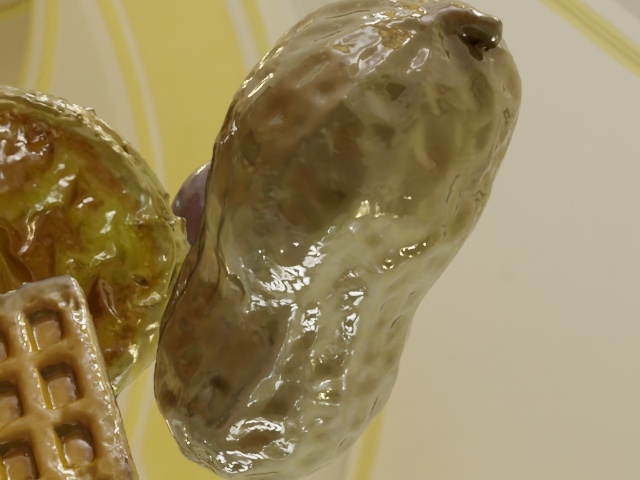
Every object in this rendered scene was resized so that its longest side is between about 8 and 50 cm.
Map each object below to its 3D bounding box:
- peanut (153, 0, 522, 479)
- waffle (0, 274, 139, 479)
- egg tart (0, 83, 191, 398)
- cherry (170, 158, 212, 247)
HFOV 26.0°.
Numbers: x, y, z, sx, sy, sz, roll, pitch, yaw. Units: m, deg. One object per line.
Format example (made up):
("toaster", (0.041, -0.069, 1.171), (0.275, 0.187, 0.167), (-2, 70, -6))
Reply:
("peanut", (-0.005, -0.004, 0.748), (0.143, 0.159, 0.291), (38, -73, 42))
("waffle", (-0.104, 0.075, 0.439), (0.092, 0.021, 0.135), (-19, -129, -9))
("egg tart", (-0.294, 0.016, 1.251), (0.132, 0.341, 0.341), (-179, -67, -80))
("cherry", (-0.094, 0.022, 1.674), (0.239, 0.206, 0.239), (-7, -98, 53))
